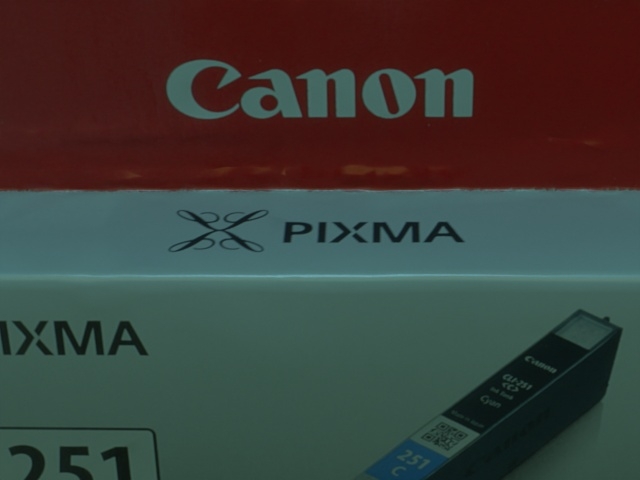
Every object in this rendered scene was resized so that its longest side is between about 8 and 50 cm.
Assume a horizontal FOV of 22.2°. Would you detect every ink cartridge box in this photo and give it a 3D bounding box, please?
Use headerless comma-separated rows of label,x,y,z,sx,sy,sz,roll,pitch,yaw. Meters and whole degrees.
ink cartridge box,0.000,0.000,0.539,0.296,0.066,0.261,0,122,2
